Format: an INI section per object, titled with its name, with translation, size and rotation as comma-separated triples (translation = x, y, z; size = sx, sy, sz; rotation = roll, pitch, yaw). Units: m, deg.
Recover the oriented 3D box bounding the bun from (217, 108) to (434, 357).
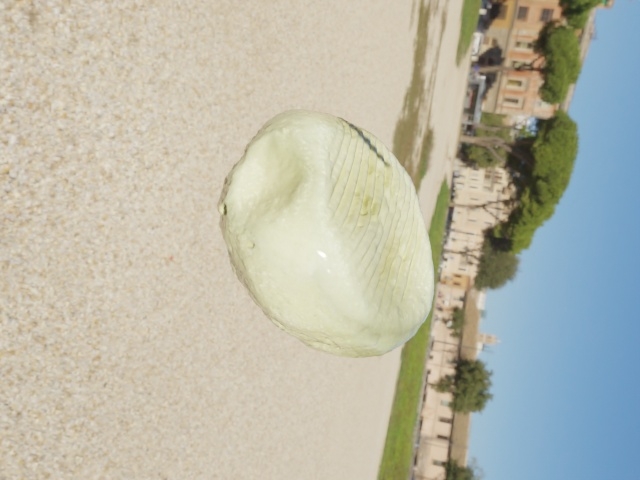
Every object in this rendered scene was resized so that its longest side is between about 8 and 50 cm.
[bun]
translation = 0.000, 0.000, 0.866
size = 0.352, 0.227, 0.349
rotation = 50, 37, -24
